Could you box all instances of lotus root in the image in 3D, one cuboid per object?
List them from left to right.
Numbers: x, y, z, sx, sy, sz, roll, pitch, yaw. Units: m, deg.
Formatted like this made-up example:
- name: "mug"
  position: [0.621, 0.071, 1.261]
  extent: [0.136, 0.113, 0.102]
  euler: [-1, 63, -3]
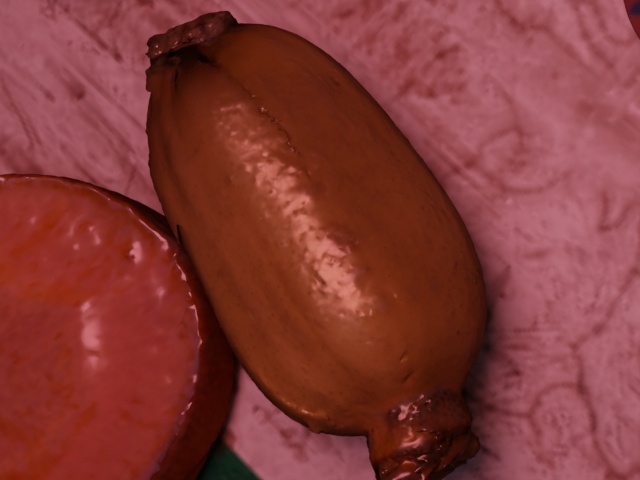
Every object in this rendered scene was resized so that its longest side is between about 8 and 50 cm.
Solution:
- name: "lotus root"
  position: [0.000, 0.001, 0.803]
  extent: [0.146, 0.130, 0.303]
  euler: [-40, 74, 40]

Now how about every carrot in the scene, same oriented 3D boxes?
- name: "carrot"
  position: [-0.196, 0.091, 0.895]
  extent: [0.307, 0.100, 0.258]
  euler: [-33, 81, 16]

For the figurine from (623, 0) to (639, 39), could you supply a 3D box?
- name: "figurine"
  position: [0.281, -0.162, 0.695]
  extent: [0.275, 0.161, 0.158]
  euler: [-13, 44, 18]
